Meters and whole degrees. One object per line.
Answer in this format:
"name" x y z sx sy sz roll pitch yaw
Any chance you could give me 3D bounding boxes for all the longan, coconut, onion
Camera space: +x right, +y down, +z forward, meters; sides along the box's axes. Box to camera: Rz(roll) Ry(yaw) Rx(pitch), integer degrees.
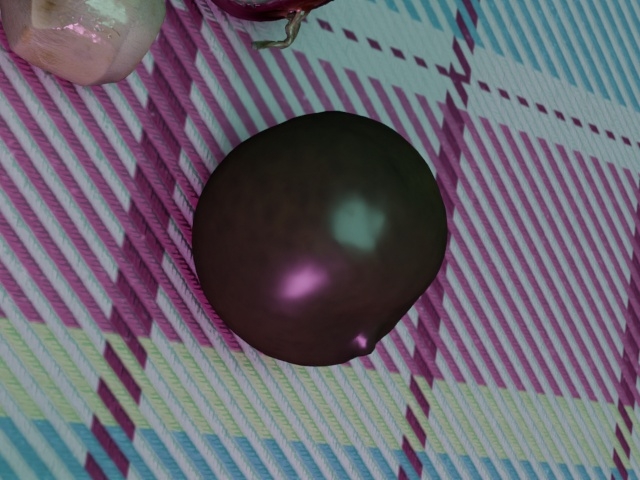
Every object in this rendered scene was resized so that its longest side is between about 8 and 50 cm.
"longan" -0.003 0.000 1.039 0.297 0.297 0.297 2 87 -33
"coconut" -0.256 -0.250 0.948 0.162 0.161 0.161 32 71 -29
"onion" -0.038 -0.342 1.071 0.200 0.207 0.200 39 24 -21
